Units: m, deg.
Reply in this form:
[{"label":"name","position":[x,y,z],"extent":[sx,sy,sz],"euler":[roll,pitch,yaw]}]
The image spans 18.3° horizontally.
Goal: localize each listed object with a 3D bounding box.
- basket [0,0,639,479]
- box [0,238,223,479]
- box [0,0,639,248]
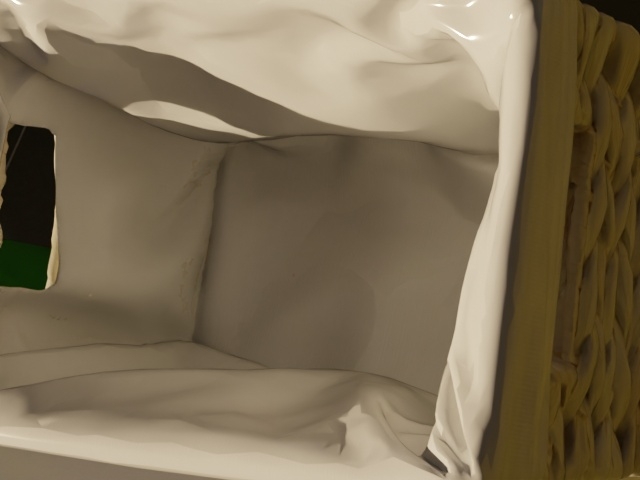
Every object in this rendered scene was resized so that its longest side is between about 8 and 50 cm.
[{"label":"basket","position":[0.000,0.000,0.472],"extent":[0.103,0.167,0.113],"euler":[12,-97,-54]},{"label":"box","position":[-0.079,0.134,0.763],"extent":[0.127,0.262,0.231],"euler":[-65,-15,-67]},{"label":"box","position":[-0.016,-0.143,1.042],"extent":[0.293,0.395,0.212],"euler":[-61,37,27]}]
